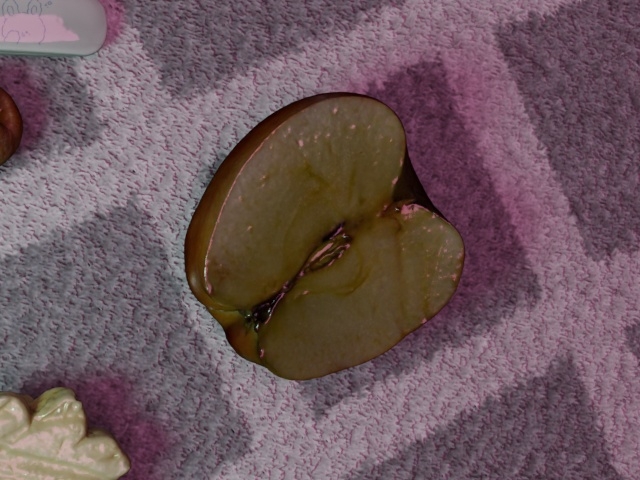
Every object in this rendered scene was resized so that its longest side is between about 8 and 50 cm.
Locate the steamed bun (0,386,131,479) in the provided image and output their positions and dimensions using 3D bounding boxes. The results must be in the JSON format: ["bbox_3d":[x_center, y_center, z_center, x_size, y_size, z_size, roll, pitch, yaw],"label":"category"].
[{"bbox_3d":[-0.399,0.338,1.539,0.292,0.137,0.295,-37,104,-17],"label":"steamed bun"}]

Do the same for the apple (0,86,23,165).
[{"bbox_3d":[-0.458,-0.153,1.553,0.102,0.126,0.126,-20,93,24],"label":"apple"}]

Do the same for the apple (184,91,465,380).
[{"bbox_3d":[0.000,0.000,1.584,0.365,0.295,0.329,-41,71,-10],"label":"apple"}]

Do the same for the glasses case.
[{"bbox_3d":[-0.409,-0.299,1.602,0.233,0.059,0.092,2,85,-15],"label":"glasses case"}]
